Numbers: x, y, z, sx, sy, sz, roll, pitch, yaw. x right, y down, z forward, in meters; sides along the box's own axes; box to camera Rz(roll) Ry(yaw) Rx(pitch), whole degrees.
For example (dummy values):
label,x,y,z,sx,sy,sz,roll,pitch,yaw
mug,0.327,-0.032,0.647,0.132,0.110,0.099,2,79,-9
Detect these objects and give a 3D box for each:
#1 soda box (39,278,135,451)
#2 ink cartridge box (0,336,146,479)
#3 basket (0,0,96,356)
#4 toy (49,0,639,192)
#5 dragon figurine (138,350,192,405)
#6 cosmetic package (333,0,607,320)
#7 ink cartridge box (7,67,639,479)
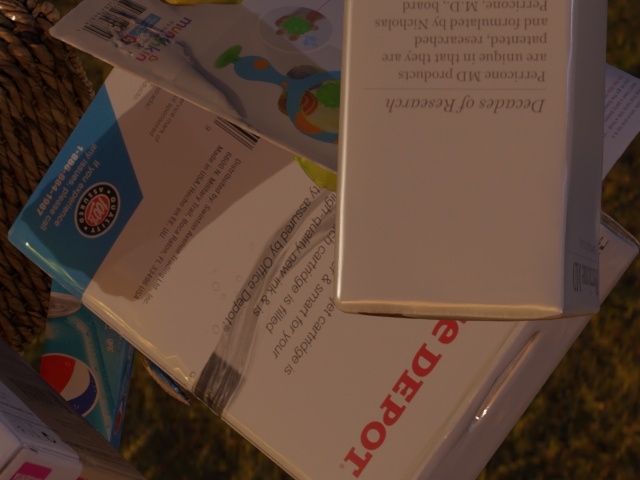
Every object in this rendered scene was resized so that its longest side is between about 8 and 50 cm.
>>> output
label,x,y,z,sx,sy,sz,roll,pitch,yaw
soda box,-0.190,0.103,1.378,0.067,0.210,0.071,12,27,1
ink cartridge box,-0.264,0.065,1.096,0.065,0.186,0.311,-47,67,0
basket,-0.322,-0.067,1.447,0.213,0.299,0.223,24,65,25
toy,0.014,-0.065,0.751,0.237,0.056,0.137,30,51,16
dragon figurine,-0.159,0.018,1.621,0.144,0.085,0.289,-35,46,-4
cosmetic package,0.060,-0.086,0.606,0.085,0.231,0.117,0,-2,15
ink cartridge box,0.000,0.000,1.024,0.307,0.129,0.223,37,96,23
